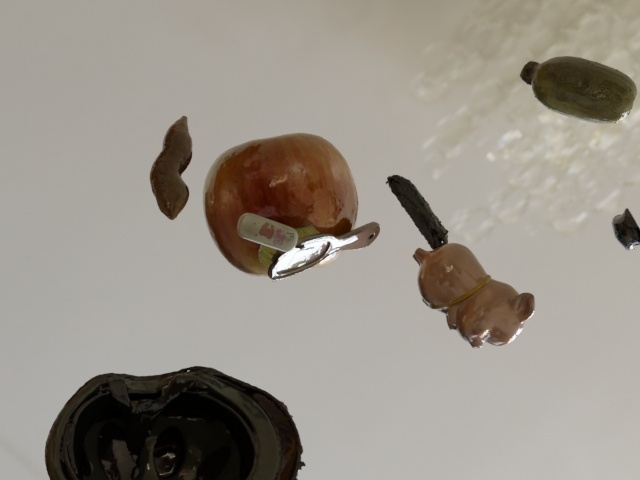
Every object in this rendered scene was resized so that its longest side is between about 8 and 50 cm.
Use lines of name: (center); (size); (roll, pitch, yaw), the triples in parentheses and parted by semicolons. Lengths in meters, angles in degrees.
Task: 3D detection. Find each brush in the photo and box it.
brush: (0.000, -0.002, 2.035); (0.067, 0.072, 0.313); (43, 30, 20)

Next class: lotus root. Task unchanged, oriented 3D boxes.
lotus root: (0.387, -0.233, 1.902); (0.183, 0.090, 0.077); (22, -29, 22)

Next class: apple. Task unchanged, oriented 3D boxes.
apple: (-0.071, -0.058, 2.156); (0.286, 0.286, 0.233); (161, -82, -84)

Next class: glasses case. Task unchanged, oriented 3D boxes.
glasses case: (-0.064, -0.009, 1.532); (0.083, 0.032, 0.021); (20, -7, -32)

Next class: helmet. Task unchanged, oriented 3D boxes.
helmet: (-0.179, 0.290, 1.526); (0.177, 0.305, 0.225); (102, -7, -50)

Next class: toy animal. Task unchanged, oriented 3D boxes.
toy animal: (0.272, 0.101, 2.345); (0.248, 0.149, 0.165); (34, 2, 5)

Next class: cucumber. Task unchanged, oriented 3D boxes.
cucumber: (0.193, -0.058, 2.491); (0.181, 0.053, 0.053); (52, -5, 0)

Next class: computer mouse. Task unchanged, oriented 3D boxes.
computer mouse: (0.560, -0.016, 2.294); (0.079, 0.047, 0.135); (65, 13, 5)

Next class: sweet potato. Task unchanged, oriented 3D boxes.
sweet potato: (-0.237, -0.119, 1.991); (0.051, 0.065, 0.218); (110, -15, -51)
